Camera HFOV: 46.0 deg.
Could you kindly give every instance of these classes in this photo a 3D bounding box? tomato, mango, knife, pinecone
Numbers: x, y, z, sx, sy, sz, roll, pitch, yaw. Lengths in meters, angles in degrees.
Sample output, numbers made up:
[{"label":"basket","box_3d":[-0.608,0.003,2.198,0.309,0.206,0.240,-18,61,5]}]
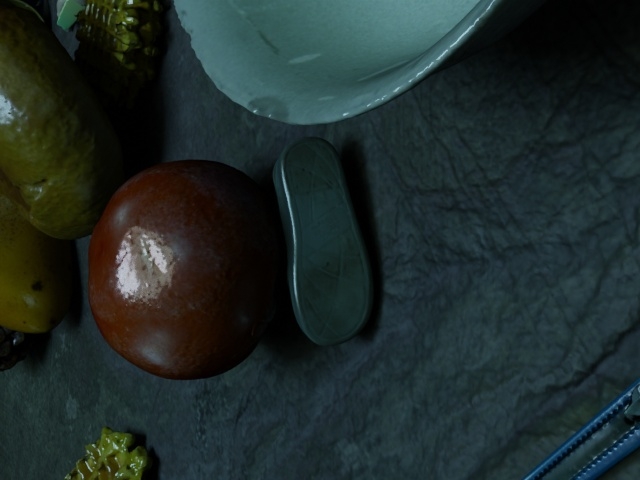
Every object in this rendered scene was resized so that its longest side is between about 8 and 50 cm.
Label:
[{"label":"tomato","box_3d":[-0.138,0.022,0.762,0.232,0.188,0.232,-176,90,-78]},{"label":"mango","box_3d":[-0.508,0.027,1.232,0.290,0.191,0.160,59,139,24]},{"label":"knife","box_3d":[0.199,0.136,0.512,0.044,0.026,0.297,49,126,22]},{"label":"pinecone","box_3d":[-0.590,0.155,1.337,0.184,0.179,0.205,40,167,19]}]

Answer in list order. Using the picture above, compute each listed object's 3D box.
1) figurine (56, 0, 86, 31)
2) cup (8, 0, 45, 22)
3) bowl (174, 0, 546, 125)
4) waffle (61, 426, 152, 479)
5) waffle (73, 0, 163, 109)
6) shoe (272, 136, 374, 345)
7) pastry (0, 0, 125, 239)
[{"label":"figurine","box_3d":[-0.392,-0.405,1.173,0.187,0.083,0.083,-53,53,48]},{"label":"cup","box_3d":[-0.556,-0.371,1.337,0.155,0.131,0.177,11,70,53]},{"label":"bowl","box_3d":[0.075,-0.288,0.519,0.434,0.195,0.435,0,91,49]},{"label":"waffle","box_3d":[-0.309,0.423,1.097,0.311,0.060,0.308,-11,81,48]},{"label":"waffle","box_3d":[-0.283,-0.285,1.046,0.193,0.070,0.197,-48,54,39]},{"label":"shoe","box_3d":[0.000,0.000,0.725,0.078,0.079,0.195,169,89,-85]},{"label":"pastry","box_3d":[-0.398,-0.157,1.037,0.356,0.163,0.356,46,155,29]}]
